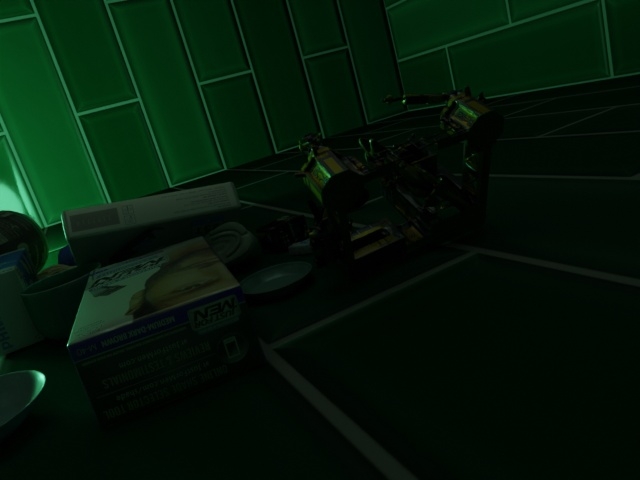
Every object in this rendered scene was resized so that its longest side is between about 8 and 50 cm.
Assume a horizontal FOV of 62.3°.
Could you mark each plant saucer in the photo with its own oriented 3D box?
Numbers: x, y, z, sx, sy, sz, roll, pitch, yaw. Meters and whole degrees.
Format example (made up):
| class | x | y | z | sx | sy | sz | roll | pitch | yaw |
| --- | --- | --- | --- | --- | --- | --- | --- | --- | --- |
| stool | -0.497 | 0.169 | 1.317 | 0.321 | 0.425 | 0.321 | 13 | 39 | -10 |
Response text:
| class | x | y | z | sx | sy | sz | roll | pitch | yaw |
| --- | --- | --- | --- | --- | --- | --- | --- | --- | --- |
| plant saucer | -0.068 | 0.065 | 0.816 | 0.119 | 0.021 | 0.119 | -15 | 16 | 4 |
| plant saucer | -0.402 | 0.214 | 0.592 | 0.195 | 0.037 | 0.195 | -16 | 15 | 4 |

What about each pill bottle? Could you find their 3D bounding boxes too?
| class | x | y | z | sx | sy | sz | roll | pitch | yaw |
| --- | --- | --- | --- | --- | --- | --- | --- | --- | --- |
| pill bottle | -0.839 | 0.058 | 1.283 | 0.204 | 0.204 | 0.361 | -15 | 15 | 3 |

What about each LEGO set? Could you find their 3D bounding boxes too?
| class | x | y | z | sx | sy | sz | roll | pitch | yaw |
| --- | --- | --- | --- | --- | --- | --- | --- | --- | --- |
| LEGO set | 0.096 | -0.104 | 0.802 | 0.331 | 0.254 | 0.192 | -29 | 44 | -7 |

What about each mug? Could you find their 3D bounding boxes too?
| class | x | y | z | sx | sy | sz | roll | pitch | yaw |
| --- | --- | --- | --- | --- | --- | --- | --- | --- | --- |
| mug | -0.409 | 0.102 | 0.887 | 0.130 | 0.097 | 0.157 | -16 | 14 | 3 |

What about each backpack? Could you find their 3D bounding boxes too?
| class | x | y | z | sx | sy | sz | roll | pitch | yaw |
| --- | --- | --- | --- | --- | --- | --- | --- | --- | --- |
| backpack | -0.554 | 0.040 | 1.262 | 0.101 | 0.097 | 0.120 | -3 | 18 | 29 |

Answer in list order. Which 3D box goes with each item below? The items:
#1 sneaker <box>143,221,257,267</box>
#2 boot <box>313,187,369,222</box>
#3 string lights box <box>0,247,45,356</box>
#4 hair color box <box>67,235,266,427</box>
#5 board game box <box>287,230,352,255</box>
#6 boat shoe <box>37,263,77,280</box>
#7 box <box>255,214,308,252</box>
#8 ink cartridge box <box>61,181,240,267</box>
| class | x | y | z | sx | sy | sz | roll | pitch | yaw |
| --- | --- | --- | --- | --- | --- | --- | --- | --- | --- |
| sneaker | -0.230 | 0.041 | 0.988 | 0.235 | 0.090 | 0.095 | -18 | -7 | 2 |
| boot | 0.044 | -0.076 | 1.169 | 0.121 | 0.045 | 0.099 | -18 | 11 | 22 |
| string lights box | -0.565 | 0.103 | 0.973 | 0.077 | 0.133 | 0.260 | -21 | 16 | -22 |
| hair color box | -0.209 | 0.092 | 0.704 | 0.185 | 0.110 | 0.339 | -19 | 17 | -16 |
| board game box | 0.000 | 0.000 | 0.985 | 0.090 | 0.020 | 0.090 | -8 | 17 | 32 |
| boat shoe | -0.587 | 0.088 | 1.189 | 0.170 | 0.062 | 0.059 | -9 | 10 | 21 |
| box | -0.074 | -0.013 | 1.047 | 0.083 | 0.052 | 0.062 | -29 | 18 | -38 |
| ink cartridge box | -0.312 | 0.006 | 1.023 | 0.297 | 0.066 | 0.261 | -13 | -25 | -20 |
